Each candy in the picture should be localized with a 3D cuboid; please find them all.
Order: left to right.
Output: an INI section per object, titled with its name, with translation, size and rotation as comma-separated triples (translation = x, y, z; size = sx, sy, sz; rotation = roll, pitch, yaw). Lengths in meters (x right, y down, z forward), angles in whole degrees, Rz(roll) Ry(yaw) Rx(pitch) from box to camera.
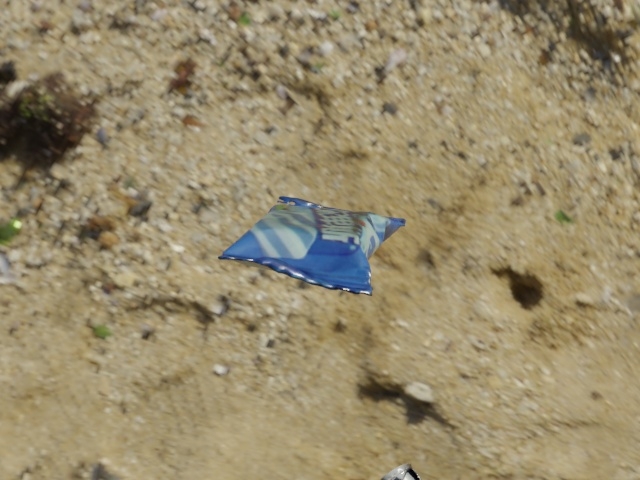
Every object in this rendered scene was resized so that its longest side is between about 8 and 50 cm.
[candy]
translation = 0.000, 0.000, 1.571
size = 0.187, 0.331, 0.077
rotation = 11, 103, 10

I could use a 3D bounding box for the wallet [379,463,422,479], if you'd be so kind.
[wallet]
translation = 0.129, 0.339, 1.292
size = 0.069, 0.170, 0.231
rotation = -27, 69, -22
